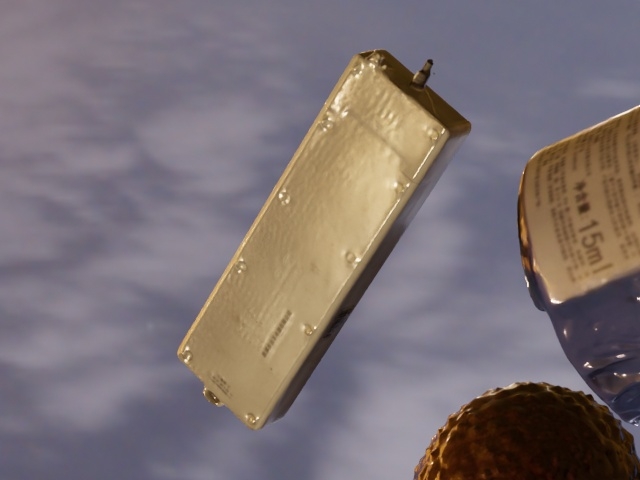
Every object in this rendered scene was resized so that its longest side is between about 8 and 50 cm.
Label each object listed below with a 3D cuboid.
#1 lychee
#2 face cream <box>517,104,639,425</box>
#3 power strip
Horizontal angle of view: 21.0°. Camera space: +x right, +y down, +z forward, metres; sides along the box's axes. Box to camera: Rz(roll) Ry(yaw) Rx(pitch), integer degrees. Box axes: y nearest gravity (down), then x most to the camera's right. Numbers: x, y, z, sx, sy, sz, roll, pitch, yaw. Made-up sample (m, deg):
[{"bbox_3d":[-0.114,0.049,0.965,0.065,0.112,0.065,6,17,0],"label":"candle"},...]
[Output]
[{"bbox_3d":[0.214,0.278,1.822,0.261,0.260,0.260,2,-162,-1],"label":"lychee"},{"bbox_3d":[0.308,0.002,1.380,0.225,0.249,0.249,-21,-174,29],"label":"face cream"},{"bbox_3d":[0.000,0.000,1.397,0.106,0.367,0.043,43,-148,18],"label":"power strip"}]
